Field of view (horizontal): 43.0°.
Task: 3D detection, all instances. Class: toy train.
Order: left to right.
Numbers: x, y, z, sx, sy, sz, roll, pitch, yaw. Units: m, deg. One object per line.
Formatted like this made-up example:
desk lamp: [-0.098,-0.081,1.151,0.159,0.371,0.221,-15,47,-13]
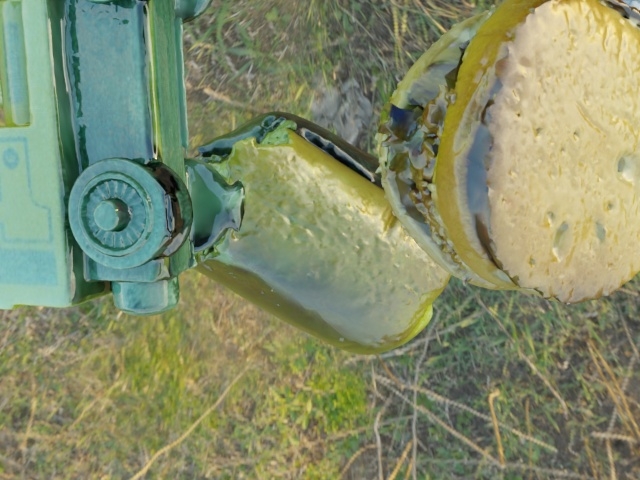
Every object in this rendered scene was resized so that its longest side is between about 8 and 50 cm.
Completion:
toy train: [-0.196,-0.123,0.663,0.237,0.150,0.369,1,98,21]

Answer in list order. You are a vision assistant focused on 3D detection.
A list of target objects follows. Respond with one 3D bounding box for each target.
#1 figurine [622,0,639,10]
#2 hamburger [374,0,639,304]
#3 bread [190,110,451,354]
figurine: [0.351,-0.425,0.930,0.277,0.248,0.388,8,94,7]
hamburger: [0.130,-0.061,0.481,0.182,0.118,0.191,43,81,-31]
bread: [0.000,0.000,1.068,0.376,0.208,0.251,31,105,-21]
